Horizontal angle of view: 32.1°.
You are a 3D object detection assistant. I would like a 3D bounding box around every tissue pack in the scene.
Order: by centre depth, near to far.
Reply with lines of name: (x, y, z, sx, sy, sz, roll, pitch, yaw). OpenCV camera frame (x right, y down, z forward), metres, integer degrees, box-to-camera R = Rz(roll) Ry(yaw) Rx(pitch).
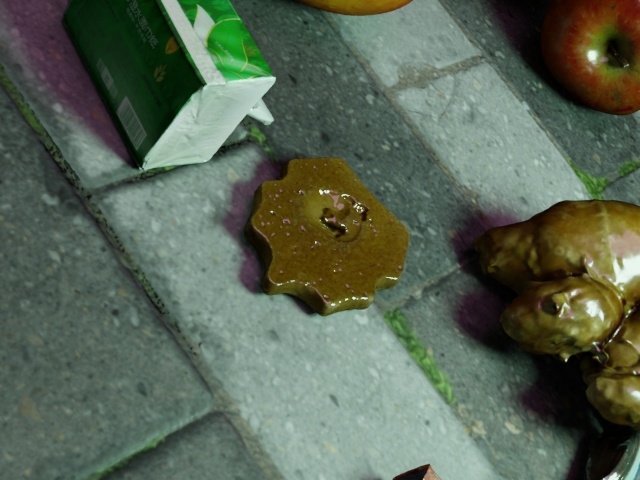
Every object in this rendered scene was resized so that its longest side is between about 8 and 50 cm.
tissue pack: (-0.145, -0.205, 1.175, 0.156, 0.148, 0.209, -12, 65, -42)

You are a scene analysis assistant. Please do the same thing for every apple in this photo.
apple: (0.442, -0.309, 1.654, 0.230, 0.230, 0.230, 20, 48, -24)

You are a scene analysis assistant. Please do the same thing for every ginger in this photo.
ginger: (0.345, 0.086, 1.304, 0.274, 0.152, 0.357, -35, 71, -30)

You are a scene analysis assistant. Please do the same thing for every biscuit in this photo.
biscuit: (-0.001, 0.001, 1.206, 0.182, 0.034, 0.215, 47, 45, 4)

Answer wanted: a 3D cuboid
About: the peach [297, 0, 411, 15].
peach: (0.016, -0.423, 1.391, 0.289, 0.289, 0.308, -56, 136, -47)

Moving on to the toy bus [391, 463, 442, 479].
toy bus: (0.066, 0.293, 1.010, 0.077, 0.065, 0.192, 49, 42, -10)

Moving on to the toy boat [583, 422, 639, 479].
toy boat: (0.329, 0.262, 1.240, 0.140, 0.059, 0.066, -46, 117, -49)
